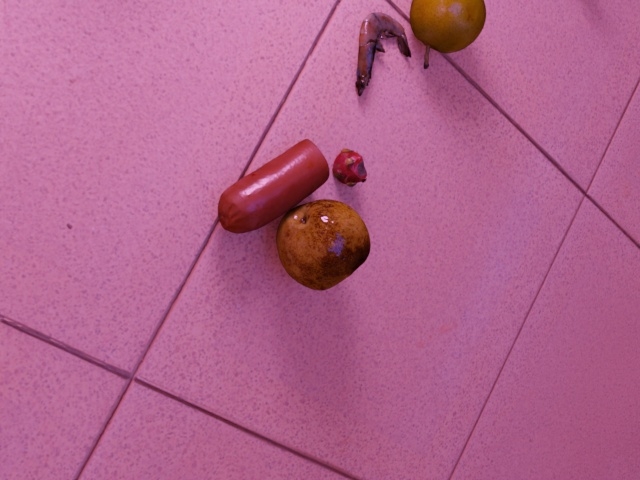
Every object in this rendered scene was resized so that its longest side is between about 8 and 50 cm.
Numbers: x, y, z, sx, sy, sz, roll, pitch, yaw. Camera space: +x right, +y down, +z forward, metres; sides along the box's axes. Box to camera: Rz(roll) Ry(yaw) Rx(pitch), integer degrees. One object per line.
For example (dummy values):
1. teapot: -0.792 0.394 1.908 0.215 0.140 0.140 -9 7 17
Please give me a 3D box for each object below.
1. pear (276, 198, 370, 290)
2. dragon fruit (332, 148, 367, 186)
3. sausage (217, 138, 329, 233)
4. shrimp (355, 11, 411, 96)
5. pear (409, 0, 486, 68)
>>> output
1. pear: 0.000 0.000 1.766 0.197 0.197 0.197 -7 103 -34
2. dragon fruit: 0.064 -0.160 1.859 0.060 0.056 0.083 -27 115 -29
3. sausage: -0.101 -0.105 1.725 0.259 0.113 0.114 -36 117 -25
4. shrimp: 0.144 -0.415 1.883 0.147 0.035 0.195 7 93 -38
5. pear: 0.276 -0.499 1.890 0.180 0.166 0.216 19 109 -49
